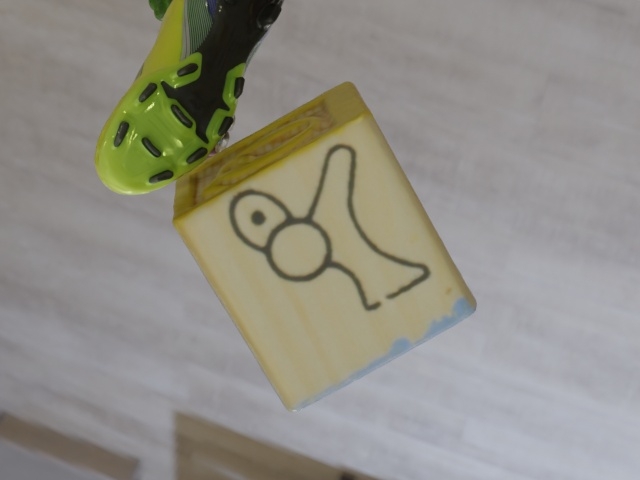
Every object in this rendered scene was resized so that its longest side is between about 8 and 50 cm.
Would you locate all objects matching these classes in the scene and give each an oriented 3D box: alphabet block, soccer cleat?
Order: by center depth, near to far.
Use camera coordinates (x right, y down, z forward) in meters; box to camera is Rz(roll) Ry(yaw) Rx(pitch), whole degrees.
[{"bbox_3d":[0.000,0.000,1.373,0.192,0.193,0.197,-29,104,2],"label":"alphabet block"},{"bbox_3d":[-0.122,-0.151,1.429,0.093,0.289,0.121,41,152,-23],"label":"soccer cleat"}]

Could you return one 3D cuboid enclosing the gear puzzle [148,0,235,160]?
[{"bbox_3d":[-0.161,-0.251,1.714,0.044,0.339,0.175,-12,166,-14],"label":"gear puzzle"}]
